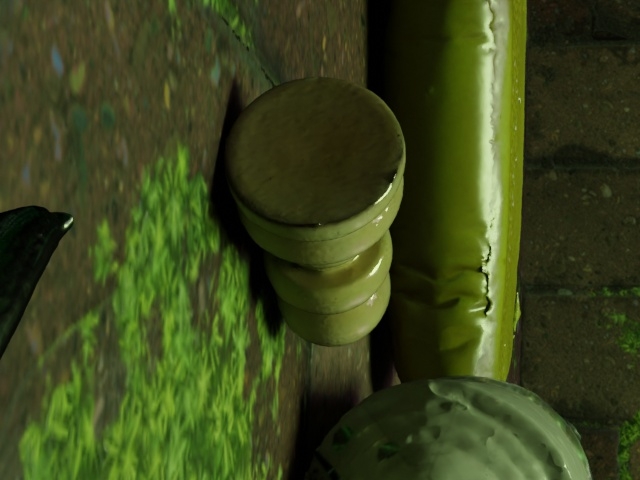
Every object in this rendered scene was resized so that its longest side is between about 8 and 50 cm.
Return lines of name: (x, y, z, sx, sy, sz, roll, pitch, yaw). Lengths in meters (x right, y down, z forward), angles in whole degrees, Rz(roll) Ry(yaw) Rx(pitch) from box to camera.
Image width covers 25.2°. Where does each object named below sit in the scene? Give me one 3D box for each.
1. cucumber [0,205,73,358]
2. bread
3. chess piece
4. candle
cucumber: (-0.109, 0.047, 0.377, 0.184, 0.033, 0.036, -72, -176, -53)
bread: (0.105, -0.051, 1.169, 0.166, 0.112, 0.384, -24, 116, -74)
chess piece: (0.000, 0.000, 0.779, 0.170, 0.094, 0.094, 86, 11, -57)
candle: (0.081, 0.180, 0.913, 0.330, 0.187, 0.187, 23, 69, -76)
